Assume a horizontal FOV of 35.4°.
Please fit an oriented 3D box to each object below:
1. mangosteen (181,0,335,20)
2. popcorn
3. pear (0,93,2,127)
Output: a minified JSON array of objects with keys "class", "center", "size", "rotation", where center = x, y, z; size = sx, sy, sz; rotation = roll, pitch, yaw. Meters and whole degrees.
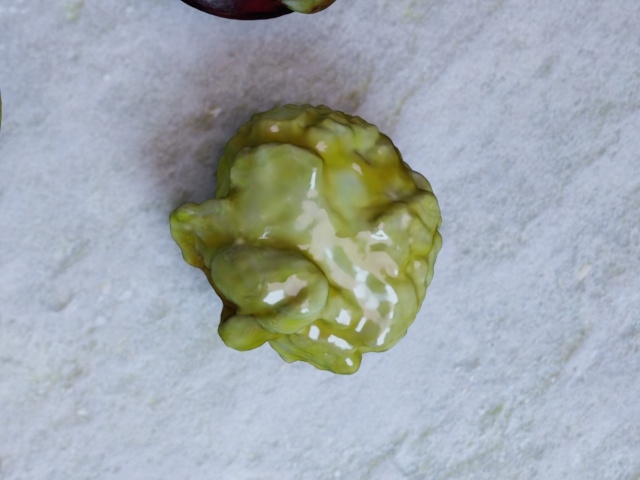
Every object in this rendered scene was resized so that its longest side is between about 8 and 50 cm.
[{"class":"mangosteen","center":[-0.033,-0.276,0.795],"size":[0.228,0.265,0.228],"rotation":[-45,152,-31]},{"class":"popcorn","center":[0.000,0.000,0.907],"size":[0.255,0.195,0.256],"rotation":[-20,108,-27]},{"class":"pear","center":[-0.367,-0.099,0.687],"size":[0.304,0.304,0.304],"rotation":[-4,102,-21]}]
